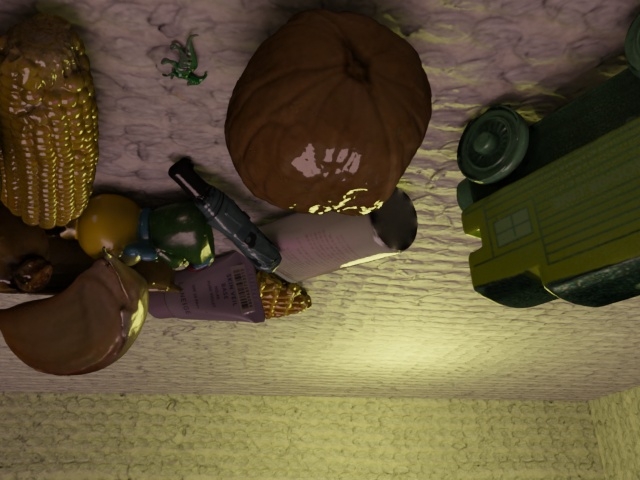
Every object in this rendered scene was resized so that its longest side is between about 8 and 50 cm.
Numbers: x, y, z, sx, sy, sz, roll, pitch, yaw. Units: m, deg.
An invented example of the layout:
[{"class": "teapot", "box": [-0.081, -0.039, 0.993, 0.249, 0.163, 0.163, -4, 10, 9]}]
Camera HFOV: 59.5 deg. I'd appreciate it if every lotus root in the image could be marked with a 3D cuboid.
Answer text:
[{"class": "lotus root", "box": [-0.493, -0.022, 0.815, 0.257, 0.154, 0.140, 33, 157, 16]}]

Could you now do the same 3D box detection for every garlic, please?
[{"class": "garlic", "box": [-0.383, 0.127, 0.929, 0.339, 0.151, 0.196, -23, 140, 30]}]

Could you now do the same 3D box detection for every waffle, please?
[{"class": "waffle", "box": [-0.155, 0.133, 1.301, 0.245, 0.052, 0.254, -15, 152, 28]}]

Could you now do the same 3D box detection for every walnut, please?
[{"class": "walnut", "box": [0.007, -0.126, 0.598, 0.228, 0.227, 0.228, -1, 154, 0]}]

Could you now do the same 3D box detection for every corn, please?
[{"class": "corn", "box": [-0.336, -0.121, 0.682, 0.130, 0.130, 0.347, 9, 152, -20]}]

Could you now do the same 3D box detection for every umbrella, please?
[{"class": "umbrella", "box": [-0.148, -0.031, 0.891, 0.052, 0.053, 0.250, -13, 136, 32]}]

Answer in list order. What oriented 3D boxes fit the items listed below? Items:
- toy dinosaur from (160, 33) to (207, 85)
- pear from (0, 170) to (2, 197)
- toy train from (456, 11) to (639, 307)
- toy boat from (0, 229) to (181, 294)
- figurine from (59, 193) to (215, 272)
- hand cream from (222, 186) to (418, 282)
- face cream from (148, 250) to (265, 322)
[{"class": "toy dinosaur", "box": [-0.149, -0.202, 0.645, 0.083, 0.021, 0.062, -15, 158, 34]}, {"class": "pear", "box": [-0.429, -0.080, 0.552, 0.211, 0.188, 0.228, 38, 106, 0]}, {"class": "toy train", "box": [0.343, -0.075, 0.641, 0.179, 0.272, 0.442, 14, 151, -33]}, {"class": "toy boat", "box": [-0.486, 0.055, 1.040, 0.446, 0.135, 0.162, 2, 159, -8]}, {"class": "figurine", "box": [-0.302, -0.006, 0.945, 0.234, 0.127, 0.185, -9, 163, -7]}, {"class": "hand cream", "box": [0.000, 0.000, 0.981, 0.186, 0.117, 0.359, 32, 146, -34]}, {"class": "face cream", "box": [-0.239, 0.109, 1.169, 0.274, 0.154, 0.096, -11, 180, 28]}]
